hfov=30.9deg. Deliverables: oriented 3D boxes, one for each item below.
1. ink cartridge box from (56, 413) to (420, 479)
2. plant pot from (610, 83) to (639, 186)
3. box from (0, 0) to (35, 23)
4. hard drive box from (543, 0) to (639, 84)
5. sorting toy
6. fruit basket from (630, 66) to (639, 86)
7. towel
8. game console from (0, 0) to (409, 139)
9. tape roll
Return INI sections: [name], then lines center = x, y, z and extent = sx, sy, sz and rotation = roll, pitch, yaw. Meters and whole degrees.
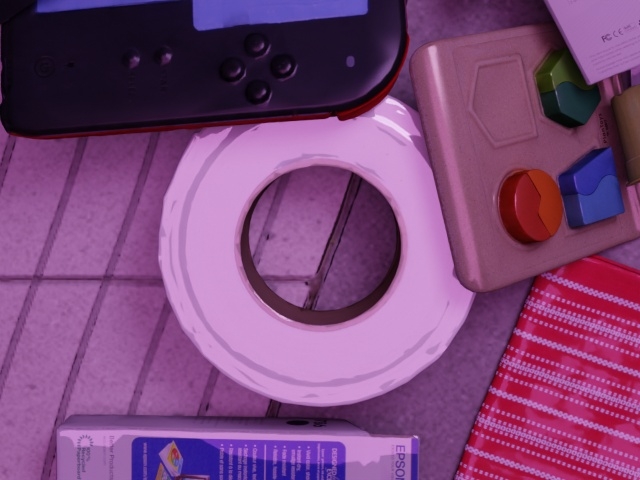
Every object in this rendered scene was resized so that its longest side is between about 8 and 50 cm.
[ink cartridge box]
center = -0.075, 0.248, 1.074
extent = 0.333, 0.065, 0.165
rotation = 2, 94, 3
[plant pot]
center = 0.293, -0.099, 1.020
extent = 0.083, 0.083, 0.079
rotation = -23, 85, 3
[box]
center = -0.312, -0.326, 0.915
extent = 0.103, 0.184, 0.261
rotation = -28, 68, 24
[hard drive box]
center = 0.254, -0.270, 0.938
extent = 0.181, 0.089, 0.232
rotation = -20, 106, 40
[sorting toy]
center = 0.182, -0.128, 0.997
extent = 0.229, 0.041, 0.307
rotation = -16, 95, -34
[fruit basket]
center = 0.441, -0.243, 0.974
extent = 0.353, 0.165, 0.327
rotation = -1, 104, 11
[towel]
center = 0.257, 0.155, 1.076
extent = 0.199, 0.031, 0.274
rotation = 21, 95, 0
[game console]
center = -0.104, -0.278, 0.986
extent = 0.342, 0.060, 0.386
rotation = -3, 76, 1
[tape roll]
center = 0.000, 0.000, 1.036
extent = 0.286, 0.100, 0.286
rotation = 0, 95, 2
